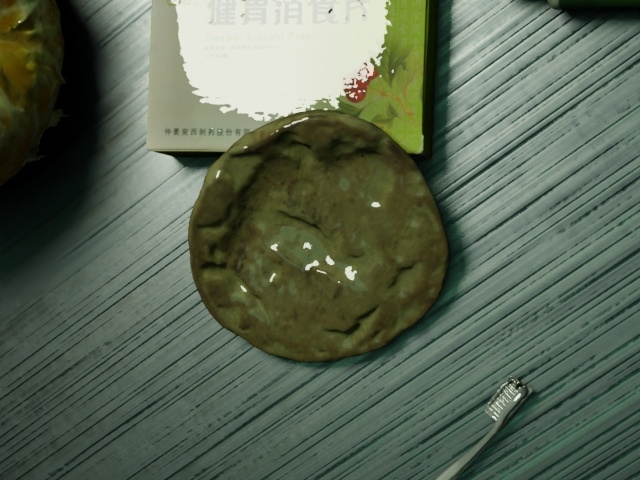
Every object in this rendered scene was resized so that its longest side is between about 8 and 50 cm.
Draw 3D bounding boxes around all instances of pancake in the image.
[{"bbox_3d":[0.000,0.000,0.924,0.242,0.050,0.242,4,114,8],"label":"pancake"}]

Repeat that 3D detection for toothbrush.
[{"bbox_3d":[0.089,0.235,0.928,0.024,0.021,0.288,41,98,23],"label":"toothbrush"}]

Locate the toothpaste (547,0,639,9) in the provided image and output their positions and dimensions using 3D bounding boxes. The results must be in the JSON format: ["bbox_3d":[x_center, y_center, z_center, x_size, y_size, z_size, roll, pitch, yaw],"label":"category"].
[{"bbox_3d":[0.340,-0.224,0.860,0.392,0.061,0.098,2,75,13],"label":"toothpaste"}]

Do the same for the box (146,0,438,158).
[{"bbox_3d":[-0.026,-0.164,0.952,0.260,0.062,0.175,2,89,15],"label":"box"}]

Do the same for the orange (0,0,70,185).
[{"bbox_3d":[-0.375,-0.176,0.907,0.249,0.329,0.329,2,88,30],"label":"orange"}]
